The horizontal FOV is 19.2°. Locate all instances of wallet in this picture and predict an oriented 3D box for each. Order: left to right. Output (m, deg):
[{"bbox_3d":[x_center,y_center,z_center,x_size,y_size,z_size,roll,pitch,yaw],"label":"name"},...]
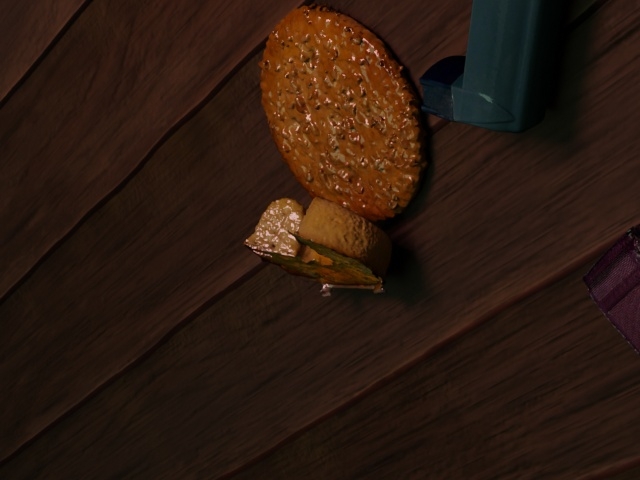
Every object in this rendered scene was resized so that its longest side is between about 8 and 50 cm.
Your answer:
[{"bbox_3d":[0.328,0.076,1.837,0.166,0.030,0.111,52,142,13],"label":"wallet"}]

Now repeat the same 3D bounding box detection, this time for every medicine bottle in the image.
[{"bbox_3d":[0.172,-0.213,1.806,0.124,0.079,0.258,36,136,33],"label":"medicine bottle"}]

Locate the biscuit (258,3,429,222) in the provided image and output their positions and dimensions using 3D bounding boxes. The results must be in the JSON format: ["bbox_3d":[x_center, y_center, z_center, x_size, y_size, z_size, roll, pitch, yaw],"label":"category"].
[{"bbox_3d":[0.020,-0.135,2.080,0.254,0.035,0.254,29,133,37],"label":"biscuit"}]

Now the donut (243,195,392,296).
[{"bbox_3d":[0.010,0.005,2.110,0.146,0.078,0.181,28,163,-20],"label":"donut"}]
